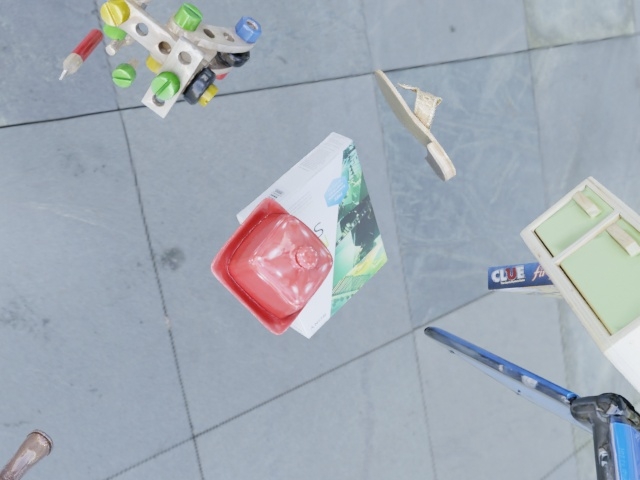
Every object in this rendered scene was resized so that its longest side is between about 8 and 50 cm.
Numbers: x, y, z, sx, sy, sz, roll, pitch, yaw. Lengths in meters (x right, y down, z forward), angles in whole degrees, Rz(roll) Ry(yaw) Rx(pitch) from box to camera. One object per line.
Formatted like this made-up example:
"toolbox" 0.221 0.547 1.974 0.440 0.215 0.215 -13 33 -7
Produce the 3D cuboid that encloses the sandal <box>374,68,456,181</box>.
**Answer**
"sandal" 0.194 -0.225 1.281 0.079 0.088 0.240 -31 80 -2

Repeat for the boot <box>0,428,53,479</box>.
"boot" -0.380 0.293 0.853 0.037 0.106 0.114 38 35 -4

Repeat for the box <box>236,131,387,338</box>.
"box" 0.000 0.000 1.255 0.232 0.058 0.322 -43 141 -20

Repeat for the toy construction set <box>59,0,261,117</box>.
"toy construction set" -0.264 -0.292 1.046 0.257 0.309 0.237 56 32 -32

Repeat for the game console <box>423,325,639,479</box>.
"game console" 0.228 0.224 0.634 0.293 0.173 0.250 34 52 -45

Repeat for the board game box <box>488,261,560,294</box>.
"board game box" 0.436 0.071 1.233 0.243 0.165 0.042 9 78 -38

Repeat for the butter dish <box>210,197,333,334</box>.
"butter dish" -0.046 0.031 1.022 0.160 0.118 0.160 48 59 -18

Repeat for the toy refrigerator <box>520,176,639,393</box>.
"toy refrigerator" 0.283 0.033 0.671 0.102 0.269 0.094 -41 104 16
